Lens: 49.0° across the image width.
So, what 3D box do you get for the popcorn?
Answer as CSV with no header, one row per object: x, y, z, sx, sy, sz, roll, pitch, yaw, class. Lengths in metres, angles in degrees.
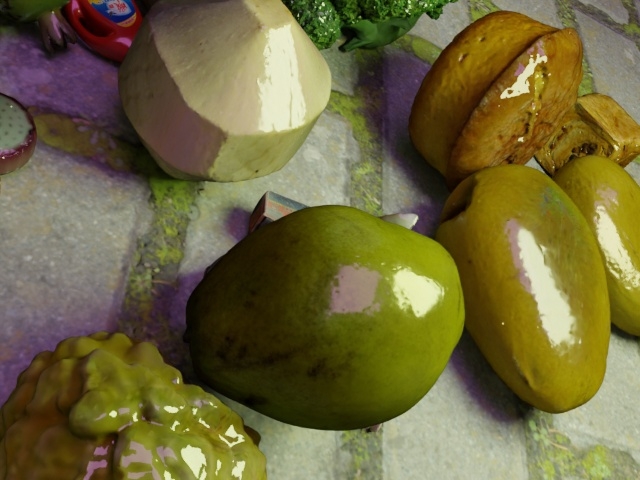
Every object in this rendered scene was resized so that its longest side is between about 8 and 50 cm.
-0.160,0.202,0.592,0.212,0.259,0.259,-43,87,-18,popcorn

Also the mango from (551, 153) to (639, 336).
0.486,0.009,1.180,0.195,0.142,0.332,-5,69,-28,mango

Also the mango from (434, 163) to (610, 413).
0.293,0.061,0.988,0.253,0.182,0.365,7,56,-30,mango

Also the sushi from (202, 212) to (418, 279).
-0.012,0.031,0.833,0.273,0.109,0.134,-34,106,-26,sushi

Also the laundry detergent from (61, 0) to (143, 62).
-0.281,-0.285,0.948,0.097,0.049,0.165,-25,76,-30,laundry detergent

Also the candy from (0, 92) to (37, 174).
-0.370,-0.121,0.781,0.103,0.043,0.103,17,52,-23,candy

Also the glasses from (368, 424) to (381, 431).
0.089,0.124,0.830,0.095,0.162,0.255,38,47,-9,glasses

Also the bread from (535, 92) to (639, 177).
0.506,-0.185,1.322,0.143,0.149,0.158,-16,69,-43,bread

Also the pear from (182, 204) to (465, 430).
0.006,0.071,0.658,0.269,0.212,0.212,-10,64,-16,pear

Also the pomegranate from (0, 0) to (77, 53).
-0.356,-0.308,0.884,0.114,0.114,0.142,-45,113,-43,pomegranate

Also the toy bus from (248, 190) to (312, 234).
0.000,0.000,0.924,0.192,0.065,0.077,20,43,-21,toy bus

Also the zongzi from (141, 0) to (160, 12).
-0.256,-0.391,0.988,0.256,0.115,0.228,18,52,-25,zongzi

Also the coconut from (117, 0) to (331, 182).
-0.112,-0.194,0.859,0.259,0.259,0.259,17,52,-23,coconut

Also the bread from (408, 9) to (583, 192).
0.280,-0.219,1.116,0.312,0.312,0.172,-25,59,-41,bread

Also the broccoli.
0.062,-0.462,1.134,0.413,0.310,0.321,-35,90,-9,broccoli
